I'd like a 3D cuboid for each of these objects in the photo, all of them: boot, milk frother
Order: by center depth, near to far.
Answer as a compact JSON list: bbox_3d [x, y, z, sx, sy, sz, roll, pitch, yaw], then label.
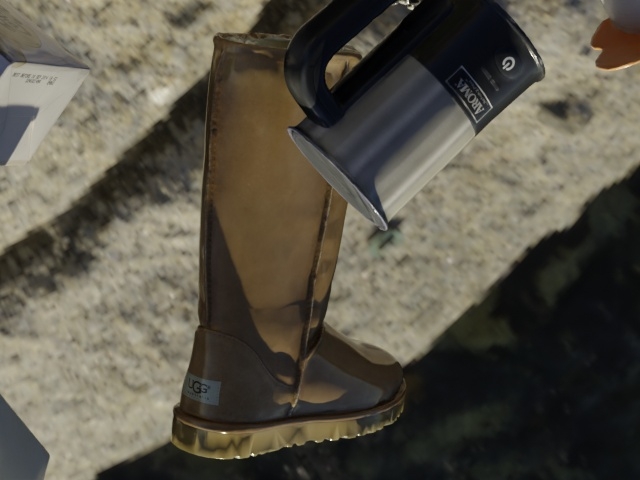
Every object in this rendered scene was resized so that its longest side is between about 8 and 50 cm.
[{"bbox_3d":[0.036,-0.101,0.939,0.135,0.143,0.129,-43,105,-5],"label":"milk frother"},{"bbox_3d":[0.000,0.000,1.055,0.236,0.089,0.269,-9,110,-57],"label":"boot"}]

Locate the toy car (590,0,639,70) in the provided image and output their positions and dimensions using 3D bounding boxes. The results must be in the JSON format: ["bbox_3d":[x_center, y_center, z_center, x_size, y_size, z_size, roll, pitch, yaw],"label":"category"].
[{"bbox_3d":[0.256,-0.193,0.959,0.219,0.210,0.238,38,77,-27],"label":"toy car"}]

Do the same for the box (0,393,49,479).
[{"bbox_3d":[-0.354,0.161,1.302,0.148,0.121,0.311,3,149,16],"label":"box"}]

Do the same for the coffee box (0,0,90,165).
[{"bbox_3d":[-0.376,-0.199,1.384,0.297,0.168,0.119,39,102,10],"label":"coffee box"}]
